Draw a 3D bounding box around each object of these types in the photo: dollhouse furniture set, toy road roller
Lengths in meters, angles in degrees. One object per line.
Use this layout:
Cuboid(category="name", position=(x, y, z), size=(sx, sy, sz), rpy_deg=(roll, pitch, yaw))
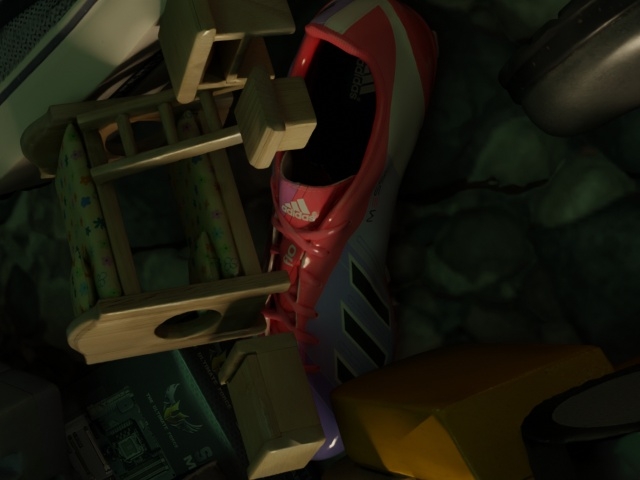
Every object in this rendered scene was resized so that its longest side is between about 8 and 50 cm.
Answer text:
Cuboid(category="dollhouse furniture set", position=(-0.059, 0.000, 0.634), size=(0.161, 0.101, 0.182), rpy_deg=(119, 137, -58))
Cuboid(category="toy road roller", position=(0.170, 0.131, 0.625), size=(0.329, 0.240, 0.202), rpy_deg=(-10, 99, 66))

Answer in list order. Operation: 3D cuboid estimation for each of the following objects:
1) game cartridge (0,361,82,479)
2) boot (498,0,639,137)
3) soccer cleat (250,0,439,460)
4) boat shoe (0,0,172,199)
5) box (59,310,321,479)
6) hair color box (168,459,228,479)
Cuboid(category="game cartridge", position=(-0.222, 0.215, 0.848), size=(0.230, 0.068, 0.355), rpy_deg=(18, 121, 40))
Cuboid(category="boot", position=(0.250, -0.057, 0.563), size=(0.338, 0.118, 0.223), rpy_deg=(-26, 94, 34))
Cuboid(category="soccer cleat", position=(0.000, 0.000, 0.709), size=(0.083, 0.095, 0.248), rpy_deg=(20, 110, 22))
Cuboid(category="boat shoe", position=(-0.102, -0.166, 0.704), size=(0.340, 0.127, 0.158), rpy_deg=(-36, 84, 28))
Cuboid(category="box", position=(-0.077, 0.176, 0.809), size=(0.183, 0.059, 0.233), rpy_deg=(-32, 87, 32))
Cuboid(category="hair color box", position=(-0.045, 0.300, 0.676), size=(0.105, 0.174, 0.347), rpy_deg=(-34, 86, 48))
